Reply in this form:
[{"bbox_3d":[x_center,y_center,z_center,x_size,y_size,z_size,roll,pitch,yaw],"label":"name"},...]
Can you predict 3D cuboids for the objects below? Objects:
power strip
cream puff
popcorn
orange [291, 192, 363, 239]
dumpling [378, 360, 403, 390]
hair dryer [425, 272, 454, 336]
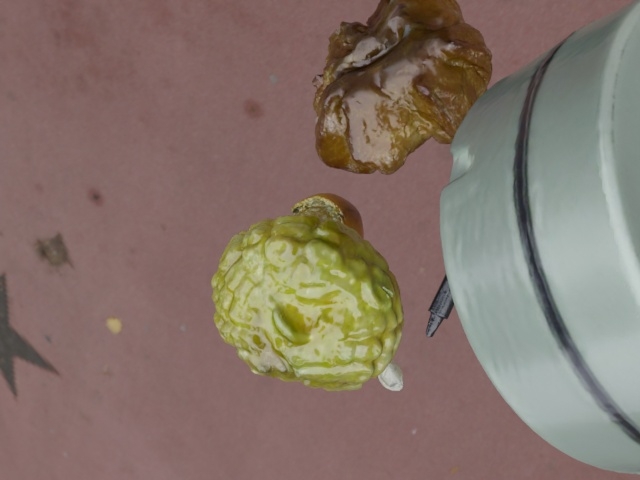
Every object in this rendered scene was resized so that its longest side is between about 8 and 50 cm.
[{"bbox_3d":[0.272,0.000,0.645,0.358,0.357,0.161,54,144,-7],"label":"power strip"},{"bbox_3d":[0.102,-0.205,1.110,0.241,0.269,0.155,-17,141,21],"label":"cream puff"},{"bbox_3d":[-0.002,0.081,1.102,0.236,0.251,0.206,4,77,37],"label":"popcorn"},{"bbox_3d":[0.000,0.000,1.432,0.134,0.156,0.157,6,123,36],"label":"orange"},{"bbox_3d":[0.153,0.299,1.951,0.059,0.043,0.077,-34,92,39],"label":"dumpling"},{"bbox_3d":[0.228,0.035,1.346,0.070,0.128,0.256,27,92,52],"label":"hair dryer"}]
